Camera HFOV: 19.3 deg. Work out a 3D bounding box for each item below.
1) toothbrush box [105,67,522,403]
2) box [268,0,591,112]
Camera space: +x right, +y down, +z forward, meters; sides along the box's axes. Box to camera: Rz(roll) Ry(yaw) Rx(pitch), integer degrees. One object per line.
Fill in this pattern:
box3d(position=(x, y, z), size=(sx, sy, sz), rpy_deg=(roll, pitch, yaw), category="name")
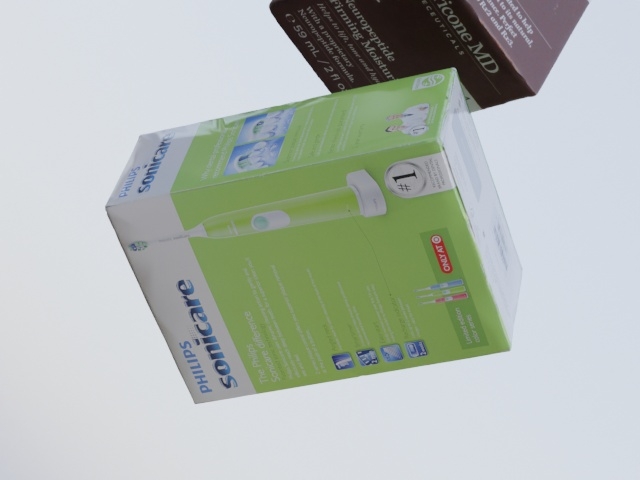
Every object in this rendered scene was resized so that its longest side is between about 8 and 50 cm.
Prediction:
box3d(position=(0.000, 0.000, 1.529), size=(0.122, 0.283, 0.206), rpy_deg=(-75, 148, -55), category="toothbrush box")
box3d(position=(0.101, -0.218, 1.652), size=(0.203, 0.167, 0.168), rpy_deg=(-12, -54, 46), category="box")
